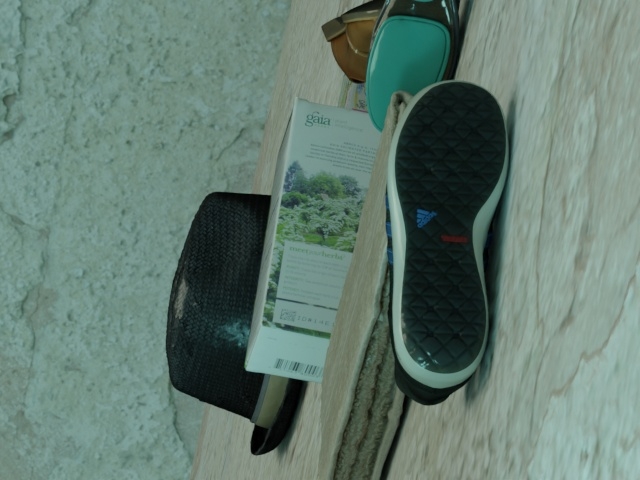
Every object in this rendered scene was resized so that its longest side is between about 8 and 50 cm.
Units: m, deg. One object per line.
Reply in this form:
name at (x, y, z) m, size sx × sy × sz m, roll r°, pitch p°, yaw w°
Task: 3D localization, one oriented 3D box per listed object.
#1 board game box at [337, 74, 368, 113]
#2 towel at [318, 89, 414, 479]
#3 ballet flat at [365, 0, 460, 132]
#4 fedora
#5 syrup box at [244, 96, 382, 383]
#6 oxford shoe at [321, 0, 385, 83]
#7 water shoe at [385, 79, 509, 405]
board game box at (0.029, -0.101, 1.853) m, size 0.103 × 0.026 × 0.154 m, roll 149°, pitch 132°, yaw -82°
towel at (0.046, 0.046, 1.342) m, size 0.187 × 0.049 × 0.282 m, roll -86°, pitch 9°, yaw -59°
ballet flat at (0.081, -0.177, 1.381) m, size 0.074 × 0.074 × 0.203 m, roll -94°, pitch 10°, yaw -68°
fedora at (-0.089, 0.066, 2.036) m, size 0.334 × 0.152 × 0.334 m, roll -169°, pitch 90°, yaw -83°
syrup box at (0.000, 0.000, 1.620) m, size 0.096 × 0.093 × 0.237 m, roll 111°, pitch 169°, yaw -59°
oxford shoe at (0.057, -0.181, 1.647) m, size 0.212 × 0.076 × 0.076 m, roll 168°, pitch 83°, yaw -81°
water shoe at (0.067, -0.001, 1.109) m, size 0.080 × 0.073 × 0.203 m, roll 108°, pitch 171°, yaw -63°
